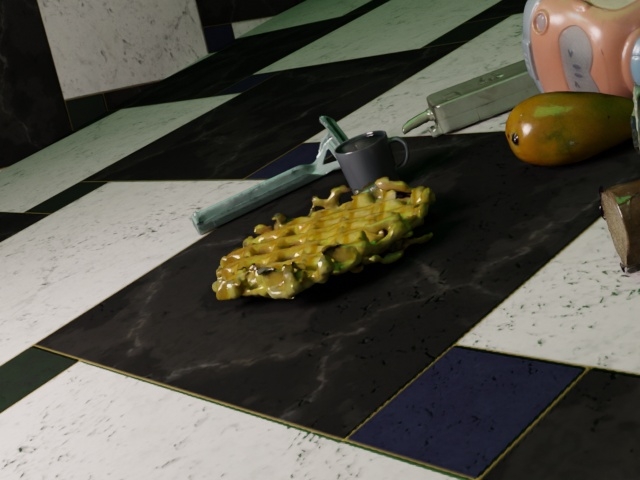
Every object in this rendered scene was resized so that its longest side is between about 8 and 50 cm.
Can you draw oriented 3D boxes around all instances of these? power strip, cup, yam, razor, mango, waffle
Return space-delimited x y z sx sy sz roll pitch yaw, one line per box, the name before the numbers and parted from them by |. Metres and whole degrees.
power strip | 0.262 -0.226 1.528 0.288 0.053 0.093 -20 20 3
cup | 0.079 -0.107 1.370 0.100 0.077 0.078 -16 20 18
yam | 0.326 -0.029 0.898 0.127 0.084 0.084 -19 20 6
razor | -0.072 -0.086 1.526 0.278 0.056 0.111 -30 56 -6
mango | 0.309 -0.140 1.200 0.163 0.089 0.111 -5 24 21
waffle | -0.001 -0.003 1.206 0.281 0.060 0.262 -34 23 -31

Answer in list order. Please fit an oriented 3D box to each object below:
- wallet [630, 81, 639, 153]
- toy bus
wallet | 0.458 -0.127 0.931 0.310 0.077 0.223 -3 0 19
toy bus | 0.431 -0.277 1.313 0.288 0.194 0.232 -24 32 -8
